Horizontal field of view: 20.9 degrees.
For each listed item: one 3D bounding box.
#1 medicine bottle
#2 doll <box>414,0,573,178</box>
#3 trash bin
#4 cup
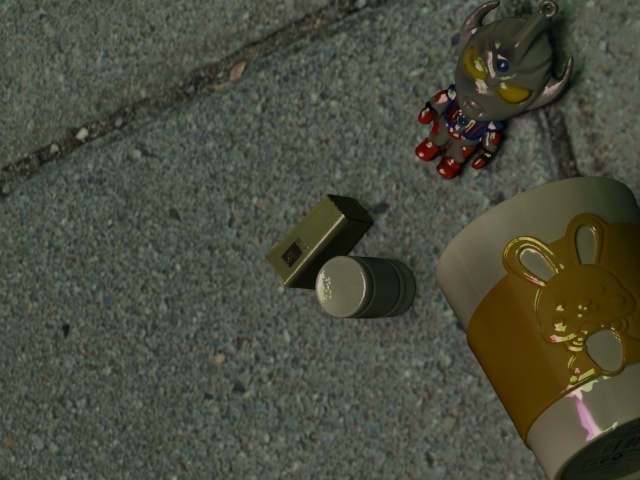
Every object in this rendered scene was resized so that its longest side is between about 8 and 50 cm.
[{"bbox_3d":[0.043,0.044,1.629,0.058,0.091,0.058,-2,87,33],"label":"medicine bottle"},{"bbox_3d":[0.155,-0.142,1.583,0.104,0.062,0.194,50,120,25],"label":"doll"},{"bbox_3d":[0.000,0.000,1.679,0.092,0.061,0.043,-49,64,19],"label":"trash bin"},{"bbox_3d":[0.241,0.070,1.437,0.241,0.185,0.226,-21,61,1],"label":"cup"}]
